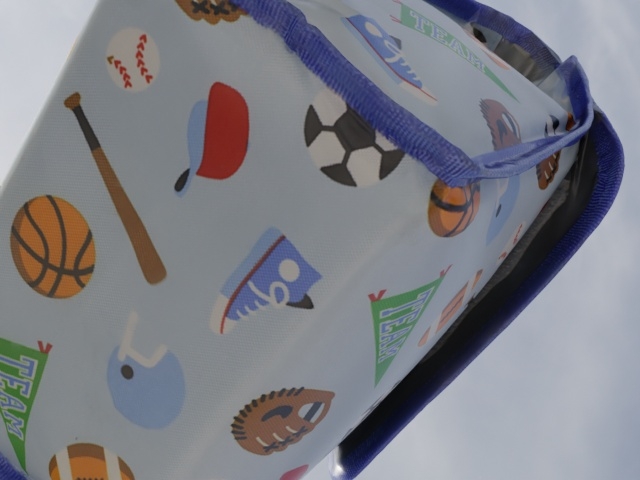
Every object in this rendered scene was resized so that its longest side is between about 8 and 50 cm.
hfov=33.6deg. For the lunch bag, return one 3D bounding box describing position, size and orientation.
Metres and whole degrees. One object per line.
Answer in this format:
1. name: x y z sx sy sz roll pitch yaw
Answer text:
1. lunch bag: 0.000 0.000 0.660 0.239 0.385 0.328 44 -67 13
